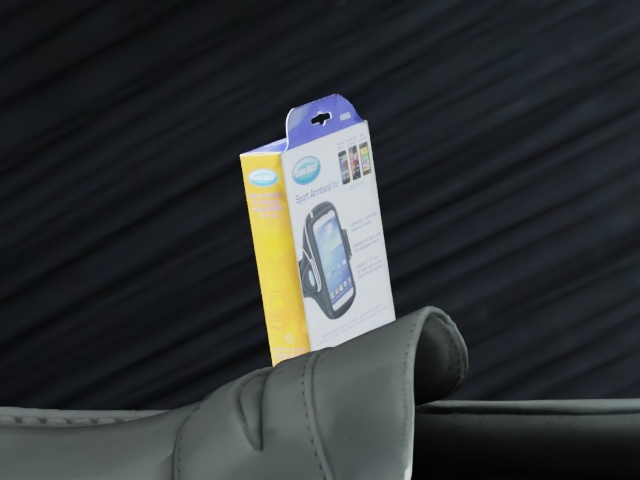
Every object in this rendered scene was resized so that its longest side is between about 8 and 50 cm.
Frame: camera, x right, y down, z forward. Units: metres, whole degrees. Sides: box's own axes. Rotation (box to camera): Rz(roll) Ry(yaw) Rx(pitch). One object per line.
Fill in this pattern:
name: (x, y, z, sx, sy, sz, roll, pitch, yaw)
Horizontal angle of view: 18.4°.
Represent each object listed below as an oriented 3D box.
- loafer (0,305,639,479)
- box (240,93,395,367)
loafer: (0.013, 0.068, 0.511, 0.112, 0.319, 0.111, -66, -21, -68)
box: (0.000, 0.000, 0.958, 0.081, 0.028, 0.136, -24, -73, -55)
